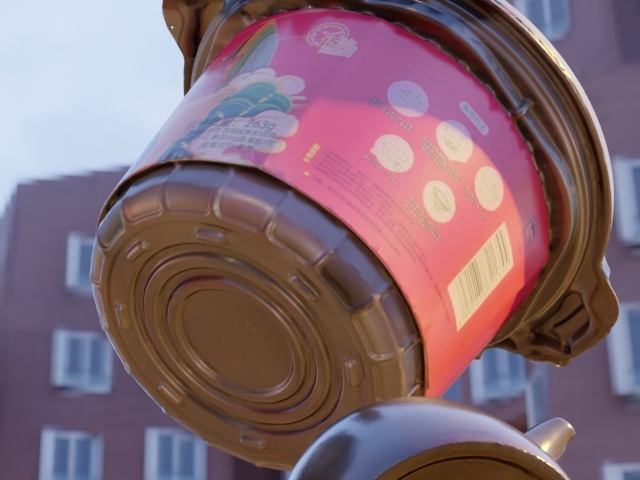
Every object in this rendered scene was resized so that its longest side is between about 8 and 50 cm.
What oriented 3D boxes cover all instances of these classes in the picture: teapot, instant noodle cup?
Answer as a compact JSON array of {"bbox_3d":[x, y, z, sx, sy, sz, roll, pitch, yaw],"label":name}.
[{"bbox_3d":[0.017,0.079,0.483,0.121,0.068,0.076,-26,-72,-10],"label":"teapot"},{"bbox_3d":[0.000,0.000,0.968,0.302,0.181,0.258,35,-44,5],"label":"instant noodle cup"}]
